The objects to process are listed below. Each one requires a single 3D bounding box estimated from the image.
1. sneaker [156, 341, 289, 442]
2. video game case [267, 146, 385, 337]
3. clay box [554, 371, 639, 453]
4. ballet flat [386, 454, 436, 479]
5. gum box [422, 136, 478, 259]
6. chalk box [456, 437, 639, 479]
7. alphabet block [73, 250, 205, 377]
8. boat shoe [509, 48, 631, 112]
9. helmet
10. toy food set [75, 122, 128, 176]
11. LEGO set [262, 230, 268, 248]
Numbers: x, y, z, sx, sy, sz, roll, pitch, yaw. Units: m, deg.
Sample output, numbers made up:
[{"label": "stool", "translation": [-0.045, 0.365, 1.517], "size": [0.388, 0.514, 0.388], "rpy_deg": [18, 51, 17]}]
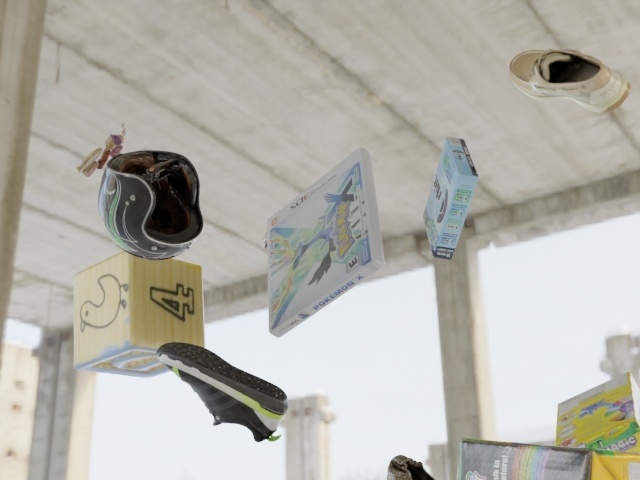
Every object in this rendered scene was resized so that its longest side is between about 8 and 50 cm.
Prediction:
[{"label": "sneaker", "translation": [-0.163, 0.243, 1.424], "size": [0.235, 0.097, 0.084], "rpy_deg": [26, 11, 11]}, {"label": "video game case", "translation": [0.000, 0.000, 1.896], "size": [0.036, 0.329, 0.300], "rpy_deg": [32, -54, -33]}, {"label": "clay box", "translation": [0.414, 0.277, 1.349], "size": [0.127, 0.053, 0.222], "rpy_deg": [-31, 4, 21]}, {"label": "ballet flat", "translation": [0.193, 0.429, 1.467], "size": [0.084, 0.250, 0.058], "rpy_deg": [-6, -57, -33]}, {"label": "gum box", "translation": [0.247, -0.082, 1.758], "size": [0.041, 0.157, 0.184], "rpy_deg": [8, -58, -8]}, {"label": "chalk box", "translation": [0.215, 0.262, 0.873], "size": [0.132, 0.132, 0.213], "rpy_deg": [14, -14, -31]}, {"label": "alphabet block", "translation": [-0.356, 0.149, 1.803], "size": [0.192, 0.197, 0.193], "rpy_deg": [-22, -26, 35]}, {"label": "boat shoe", "translation": [0.458, -0.327, 1.760], "size": [0.098, 0.109, 0.302], "rpy_deg": [35, 2, -34]}, {"label": "helmet", "translation": [-0.273, -0.051, 1.469], "size": [0.169, 0.169, 0.161], "rpy_deg": [-1, -66, -1]}, {"label": "toy food set", "translation": [-0.386, -0.154, 1.646], "size": [0.019, 0.122, 0.078], "rpy_deg": [40, -15, 5]}, {"label": "LEGO set", "translation": [-0.038, 0.033, 2.252], "size": [0.060, 0.182, 0.244], "rpy_deg": [-47, -10, 35]}]
